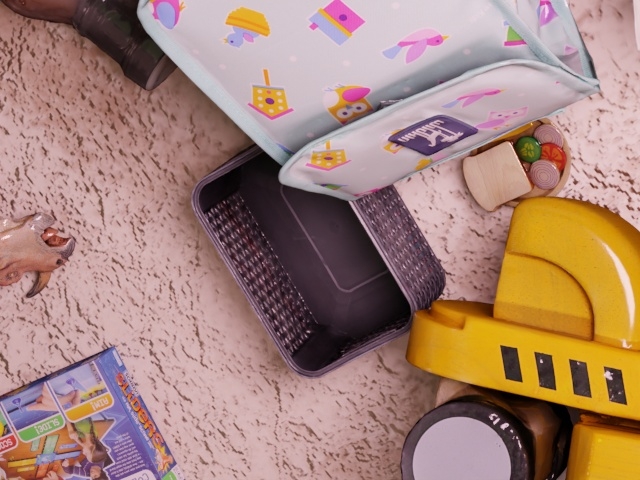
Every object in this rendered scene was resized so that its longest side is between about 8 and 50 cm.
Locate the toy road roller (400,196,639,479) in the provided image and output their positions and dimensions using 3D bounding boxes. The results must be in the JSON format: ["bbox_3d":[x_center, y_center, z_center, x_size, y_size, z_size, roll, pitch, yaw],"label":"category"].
[{"bbox_3d":[0.223,0.100,1.394,0.329,0.202,0.241,11,95,16],"label":"toy road roller"}]

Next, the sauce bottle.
[{"bbox_3d":[-0.242,-0.249,1.503,0.344,0.111,0.111,39,116,2],"label":"sauce bottle"}]

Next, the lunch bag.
[{"bbox_3d":[0.040,-0.148,1.331,0.223,0.160,0.262,-25,124,25],"label":"lunch bag"}]

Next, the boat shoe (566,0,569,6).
[{"bbox_3d":[0.113,-0.126,1.441,0.184,0.066,0.063,-32,115,20],"label":"boat shoe"}]

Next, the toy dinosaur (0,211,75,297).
[{"bbox_3d":[-0.375,-0.010,1.630,0.295,0.127,0.200,10,147,34],"label":"toy dinosaur"}]

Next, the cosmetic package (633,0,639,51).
[{"bbox_3d":[0.367,-0.199,1.268,0.309,0.160,0.113,-2,107,22],"label":"cosmetic package"}]

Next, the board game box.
[{"bbox_3d":[-0.232,0.189,1.680,0.201,0.035,0.136,-23,98,25],"label":"board game box"}]

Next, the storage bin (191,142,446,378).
[{"bbox_3d":[0.000,0.000,1.508,0.122,0.084,0.180,-29,97,25],"label":"storage bin"}]

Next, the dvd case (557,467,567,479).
[{"bbox_3d":[0.244,0.244,1.533,0.253,0.022,0.180,10,110,17],"label":"dvd case"}]

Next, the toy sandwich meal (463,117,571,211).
[{"bbox_3d":[0.147,-0.059,1.464,0.085,0.029,0.086,6,109,18],"label":"toy sandwich meal"}]
